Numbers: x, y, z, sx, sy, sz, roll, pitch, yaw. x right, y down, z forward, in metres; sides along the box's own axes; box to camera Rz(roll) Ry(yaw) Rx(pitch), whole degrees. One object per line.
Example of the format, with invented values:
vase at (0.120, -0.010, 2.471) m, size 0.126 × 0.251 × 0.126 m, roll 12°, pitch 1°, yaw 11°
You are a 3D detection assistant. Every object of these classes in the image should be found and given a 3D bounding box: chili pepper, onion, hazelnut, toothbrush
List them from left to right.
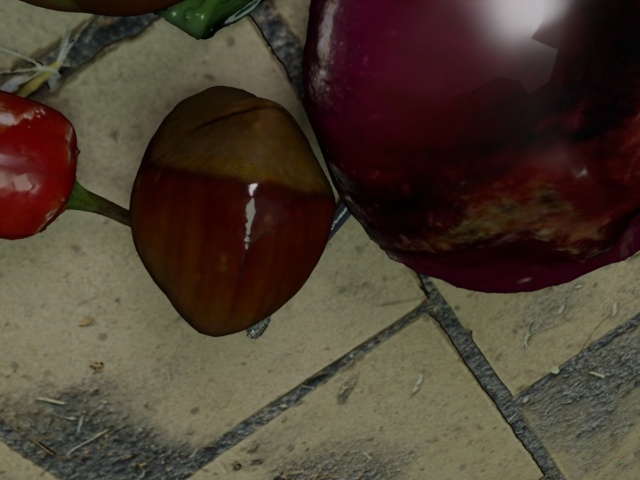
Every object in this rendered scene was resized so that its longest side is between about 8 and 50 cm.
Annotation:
chili pepper at (-0.272, -0.061, 0.593) m, size 0.338 × 0.134 × 0.131 m, roll 8°, pitch 105°, yaw -22°
hazelnut at (-0.076, -0.023, 0.636) m, size 0.181 × 0.212 × 0.181 m, roll -24°, pitch 127°, yaw 6°
toothbrush at (0.000, 0.000, 0.795) m, size 0.024 × 0.026 × 0.288 m, roll 29°, pitch 108°, yaw -35°
onion at (0.182, -0.113, 0.547) m, size 0.398 × 0.420 × 0.399 m, roll -5°, pitch 120°, yaw -9°

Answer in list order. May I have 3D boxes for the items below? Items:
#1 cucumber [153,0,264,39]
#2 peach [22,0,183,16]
cucumber at (-0.060, -0.251, 0.581) m, size 0.193 × 0.115 × 0.086 m, roll -42°, pitch 82°, yaw 15°
peach at (-0.135, -0.266, 0.442) m, size 0.252 × 0.252 × 0.253 m, roll -9°, pitch 124°, yaw -14°
